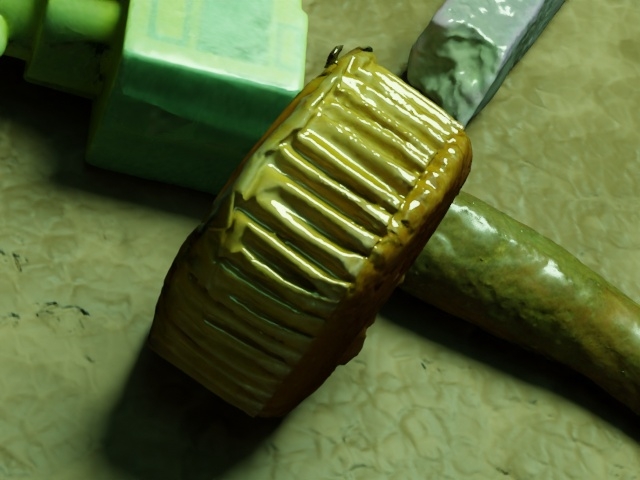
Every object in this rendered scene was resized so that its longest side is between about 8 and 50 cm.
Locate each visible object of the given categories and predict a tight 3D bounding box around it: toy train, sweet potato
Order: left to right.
[{"bbox_3d":[-0.186,-0.176,1.050,0.368,0.150,0.237,13,54,-13],"label":"toy train"},{"bbox_3d":[0.141,0.045,1.061,0.273,0.075,0.075,32,45,-3],"label":"sweet potato"}]

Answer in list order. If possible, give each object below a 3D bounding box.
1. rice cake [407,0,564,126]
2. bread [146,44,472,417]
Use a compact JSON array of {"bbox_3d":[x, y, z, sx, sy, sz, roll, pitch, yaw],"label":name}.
[{"bbox_3d":[0.164,-0.211,1.288,0.064,0.070,0.399,31,45,8],"label":"rice cake"},{"bbox_3d":[0.000,0.001,0.942,0.104,0.199,0.199,37,46,3],"label":"bread"}]
